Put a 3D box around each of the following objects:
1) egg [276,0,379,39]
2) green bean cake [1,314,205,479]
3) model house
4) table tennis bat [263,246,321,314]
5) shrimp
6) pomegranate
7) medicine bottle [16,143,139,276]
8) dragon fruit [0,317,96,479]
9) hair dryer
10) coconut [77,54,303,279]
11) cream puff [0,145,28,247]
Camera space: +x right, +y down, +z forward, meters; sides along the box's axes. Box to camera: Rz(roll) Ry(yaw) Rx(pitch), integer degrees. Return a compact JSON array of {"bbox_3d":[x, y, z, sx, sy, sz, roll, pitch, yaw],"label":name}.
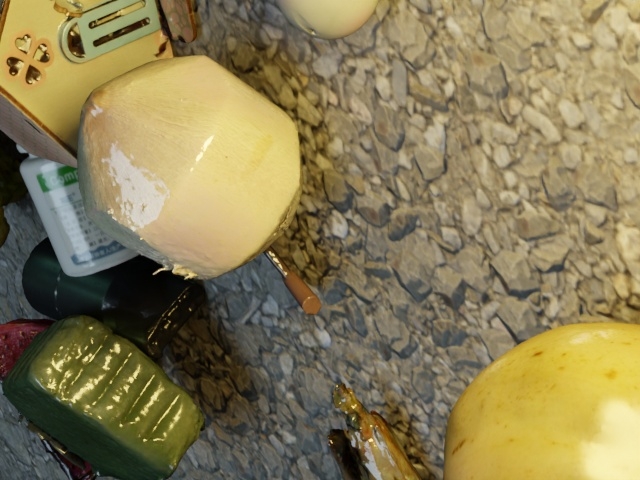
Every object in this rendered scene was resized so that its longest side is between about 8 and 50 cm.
[{"bbox_3d":[0.004,-0.243,1.354,0.103,0.103,0.135,19,127,45],"label":"egg"},{"bbox_3d":[-0.262,0.201,1.861,0.227,0.125,0.222,43,153,-11],"label":"green bean cake"},{"bbox_3d":[-0.277,-0.229,1.609,0.169,0.244,0.326,21,129,47],"label":"model house"},{"bbox_3d":[0.000,0.000,1.630,0.107,0.119,0.170,51,179,-35],"label":"table tennis bat"},{"bbox_3d":[0.063,0.261,1.702,0.254,0.059,0.145,61,156,-10],"label":"shrimp"},{"bbox_3d":[0.225,0.219,1.251,0.319,0.319,0.319,32,137,35],"label":"pomegranate"},{"bbox_3d":[-0.283,-0.088,1.816,0.139,0.139,0.236,-4,110,53],"label":"medicine bottle"},{"bbox_3d":[-0.357,0.208,2.135,0.189,0.163,0.261,-31,93,27],"label":"dragon fruit"},{"bbox_3d":[-0.230,0.142,1.969,0.244,0.116,0.302,20,142,41],"label":"hair dryer"},{"bbox_3d":[-0.143,-0.079,1.543,0.224,0.234,0.224,-23,59,43],"label":"coconut"},{"bbox_3d":[-0.558,-0.110,1.988,0.274,0.270,0.323,-16,104,30],"label":"cream puff"}]
